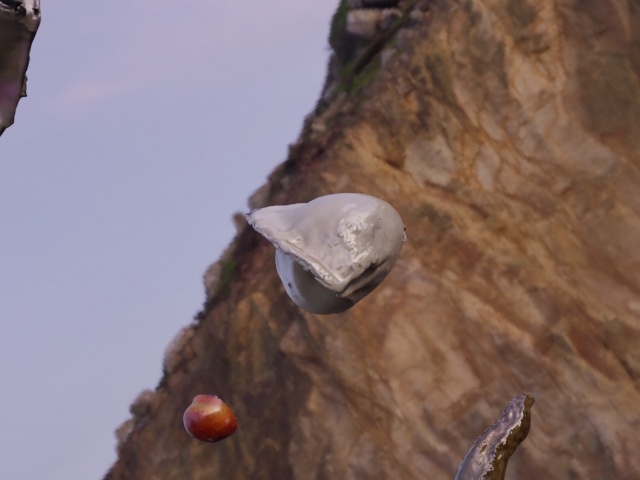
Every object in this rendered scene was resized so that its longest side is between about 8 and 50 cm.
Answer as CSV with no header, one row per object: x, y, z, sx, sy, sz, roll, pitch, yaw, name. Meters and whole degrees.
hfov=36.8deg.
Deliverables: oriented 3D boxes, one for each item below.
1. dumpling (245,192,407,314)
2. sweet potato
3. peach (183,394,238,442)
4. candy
0.000,0.000,1.070,0.142,0.172,0.247,-67,-11,16,dumpling
0.108,0.168,0.649,0.153,0.038,0.041,-64,-30,-15,sweet potato
-0.195,0.317,1.654,0.098,0.098,0.061,-47,2,38,peach
-0.417,-0.260,1.176,0.137,0.185,0.195,9,-48,-21,candy
